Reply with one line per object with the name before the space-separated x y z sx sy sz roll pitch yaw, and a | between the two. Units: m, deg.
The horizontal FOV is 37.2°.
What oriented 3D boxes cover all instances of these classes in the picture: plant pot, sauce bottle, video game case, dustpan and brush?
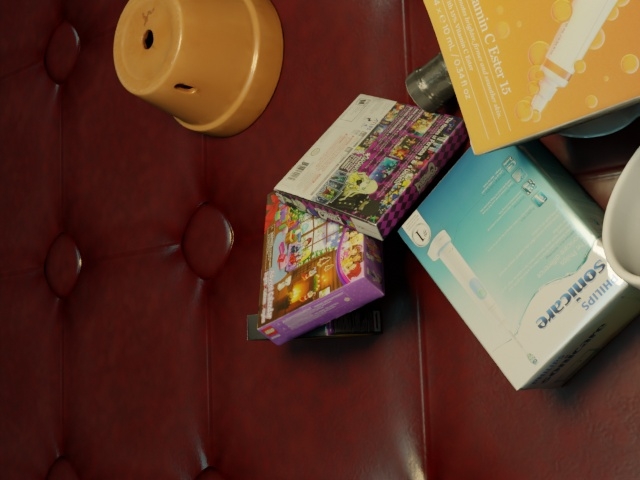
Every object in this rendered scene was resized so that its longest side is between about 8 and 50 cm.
plant pot | -0.240 -0.345 1.740 0.291 0.203 0.291 -4 84 43
sauce bottle | 0.264 -0.301 1.332 0.344 0.111 0.111 -34 64 33
video game case | 0.076 -0.119 1.441 0.210 0.042 0.232 20 60 39
dustpan and brush | 0.395 -0.187 1.249 0.211 0.060 0.147 29 93 47

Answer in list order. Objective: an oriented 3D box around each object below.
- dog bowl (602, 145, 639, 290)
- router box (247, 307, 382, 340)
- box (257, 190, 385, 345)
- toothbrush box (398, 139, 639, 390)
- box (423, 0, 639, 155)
dog bowl | 0.447 -0.043 1.058 0.265 0.104 0.265 -52 19 26
router box | -0.011 0.136 1.531 0.179 0.133 0.046 -9 80 42
box | 0.000 0.000 1.481 0.201 0.057 0.293 -28 40 27
toothbrush box | 0.278 0.021 1.281 0.216 0.126 0.295 -52 54 25
box | 0.326 -0.258 1.106 0.345 0.168 0.215 -19 90 43
